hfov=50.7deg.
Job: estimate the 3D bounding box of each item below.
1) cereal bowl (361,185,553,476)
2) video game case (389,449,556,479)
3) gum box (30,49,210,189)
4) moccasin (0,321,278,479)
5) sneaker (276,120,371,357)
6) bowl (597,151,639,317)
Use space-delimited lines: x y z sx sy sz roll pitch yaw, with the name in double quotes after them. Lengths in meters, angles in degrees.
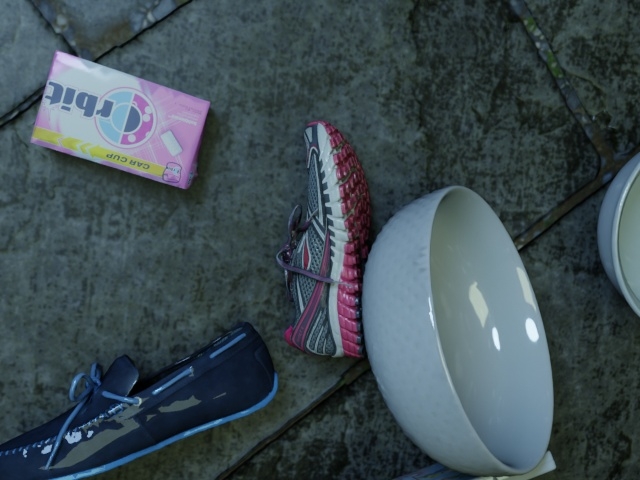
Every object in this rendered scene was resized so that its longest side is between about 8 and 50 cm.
0.151 0.112 0.816 0.141 0.339 0.339 -18 105 31 "cereal bowl"
0.134 0.324 0.875 0.285 0.204 0.025 -16 78 -9 "video game case"
-0.226 -0.138 0.795 0.188 0.062 0.107 16 95 -14 "gum box"
-0.226 0.190 0.826 0.342 0.138 0.116 -18 98 -23 "moccasin"
0.000 0.000 0.844 0.112 0.121 0.299 -2 91 19 "sneaker"
0.497 -0.018 0.934 0.298 0.134 0.297 -2 98 -13 "bowl"
